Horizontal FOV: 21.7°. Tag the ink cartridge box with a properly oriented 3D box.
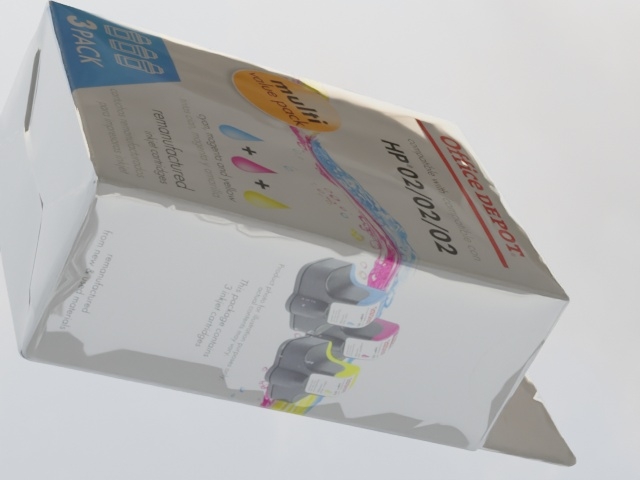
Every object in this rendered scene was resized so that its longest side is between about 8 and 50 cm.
[{"bbox_3d":[0.000,0.000,0.495,0.181,0.062,0.104,14,-152,-26],"label":"ink cartridge box"}]
